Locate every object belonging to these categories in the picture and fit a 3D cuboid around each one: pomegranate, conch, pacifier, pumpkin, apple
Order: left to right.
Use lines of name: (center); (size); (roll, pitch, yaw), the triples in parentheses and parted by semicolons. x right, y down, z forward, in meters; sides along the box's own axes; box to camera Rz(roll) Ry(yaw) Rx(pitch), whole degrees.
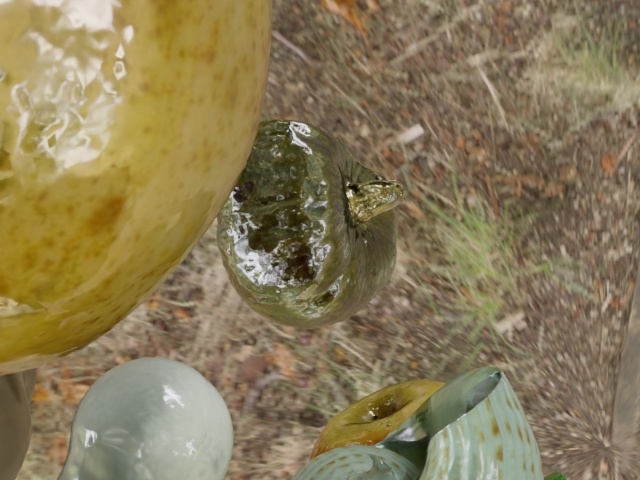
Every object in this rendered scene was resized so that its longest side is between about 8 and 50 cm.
pomegranate: (-0.218, -0.101, 0.634); (0.416, 0.416, 0.417); (-2, 81, 11)
pacifier: (-0.122, 0.169, 0.715); (0.244, 0.299, 0.233); (29, 86, 39)
pumpkin: (0.000, 0.000, 1.860); (0.242, 0.325, 0.232); (-18, 60, 27)
apple: (0.064, 0.176, 1.000); (0.146, 0.146, 0.147); (-2, 81, 11)
conch: (0.059, 0.168, 0.797); (0.172, 0.200, 0.131); (-29, 90, -15)

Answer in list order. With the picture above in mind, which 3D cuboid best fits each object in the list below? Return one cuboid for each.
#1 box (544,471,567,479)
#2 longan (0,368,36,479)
box: (0.123, 0.299, 1.123); (0.235, 0.034, 0.132); (-27, 85, -6)
longan: (-0.467, 0.143, 1.393); (0.404, 0.404, 0.336); (13, 108, 13)
